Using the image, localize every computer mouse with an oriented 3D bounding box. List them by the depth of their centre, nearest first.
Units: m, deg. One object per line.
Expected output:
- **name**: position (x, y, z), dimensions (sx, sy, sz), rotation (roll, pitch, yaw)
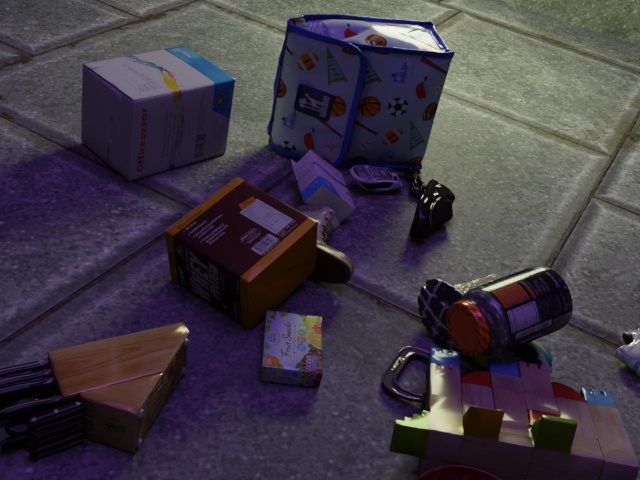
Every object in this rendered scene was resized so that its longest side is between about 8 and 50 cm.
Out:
- **computer mouse**: position (0.152, -0.140, 1.885), dimensions (0.193, 0.042, 0.106), rotation (2, 40, -24)

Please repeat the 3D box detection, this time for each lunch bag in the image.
- **lunch bag**: position (0.081, -0.348, 1.912), dimensions (0.385, 0.328, 0.239), rotation (2, 34, -16)

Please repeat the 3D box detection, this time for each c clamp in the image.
- **c clamp**: position (0.184, 0.230, 1.381), dimensions (0.137, 0.022, 0.161), rotation (28, 37, 22)

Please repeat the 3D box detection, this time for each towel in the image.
- **towel**: position (0.326, 0.114, 1.586), dimensions (0.148, 0.027, 0.110), rotation (-12, 42, -31)

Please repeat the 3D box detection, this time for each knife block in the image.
- **knife block**: position (-0.352, 0.205, 1.194), dimensions (0.242, 0.088, 0.275), rotation (17, 35, 7)

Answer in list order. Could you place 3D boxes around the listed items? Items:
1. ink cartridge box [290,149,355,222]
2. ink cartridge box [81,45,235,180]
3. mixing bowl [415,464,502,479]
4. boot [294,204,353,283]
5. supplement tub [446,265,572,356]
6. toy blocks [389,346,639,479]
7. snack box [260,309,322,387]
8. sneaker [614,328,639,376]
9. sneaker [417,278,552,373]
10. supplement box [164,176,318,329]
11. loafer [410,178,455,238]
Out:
- **ink cartridge box**: position (0.002, -0.126, 1.761), dimensions (0.104, 0.060, 0.180), rotation (34, 23, -33)
- **ink cartridge box**: position (-0.363, -0.289, 1.800), dimensions (0.270, 0.198, 0.197), rotation (-23, 48, -41)
- **mixing bowl**: position (0.188, 0.400, 1.072), dimensions (0.181, 0.098, 0.181), rotation (9, 35, -6)
- **boot**: position (0.000, 0.000, 1.602), dimensions (0.213, 0.077, 0.165), rotation (20, 35, 25)
- **supplement tub**: position (0.309, 0.119, 1.332), dimensions (0.190, 0.117, 0.117), rotation (-16, 43, -25)
- **toy blocks**: position (0.303, 0.279, 1.238), dimensions (0.381, 0.191, 0.261), rotation (9, 22, 5)
- **snack box**: position (-0.048, 0.181, 1.366), dimensions (0.100, 0.037, 0.141), rotation (7, 35, -6)
- **sneaker**: position (0.623, 0.186, 1.540), dimensions (0.083, 0.071, 0.191), rotation (29, 37, 33)
- **sneaker**: position (0.294, 0.166, 1.464), dimensions (0.275, 0.107, 0.110), rotation (37, 22, 24)
- **supplement box**: position (-0.140, 0.019, 1.457), dimensions (0.194, 0.129, 0.191), rotation (30, 51, 24)
- **loafer**: position (0.254, -0.070, 1.779), dimensions (0.078, 0.080, 0.220), rotation (18, 35, 10)
